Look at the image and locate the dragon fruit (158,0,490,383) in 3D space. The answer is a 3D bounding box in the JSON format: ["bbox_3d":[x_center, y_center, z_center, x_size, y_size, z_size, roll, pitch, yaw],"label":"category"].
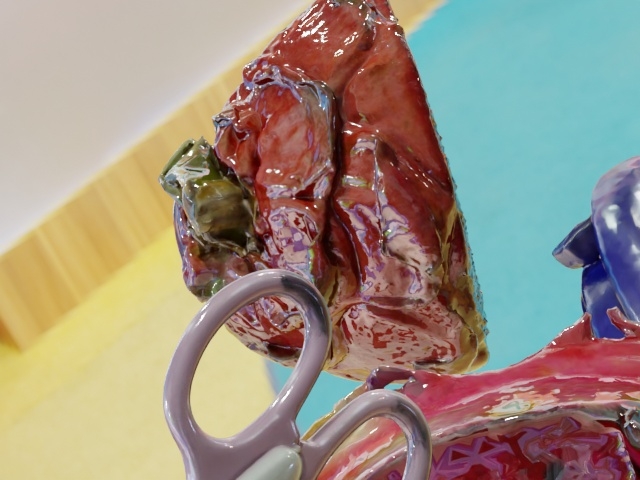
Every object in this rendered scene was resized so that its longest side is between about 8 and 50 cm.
[{"bbox_3d":[0.000,0.000,1.294,0.205,0.317,0.152,-18,18,0],"label":"dragon fruit"}]

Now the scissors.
[{"bbox_3d":[-0.039,0.090,0.443,0.176,0.085,0.022,-51,26,-24],"label":"scissors"}]

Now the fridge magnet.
[{"bbox_3d":[0.249,0.063,1.054,0.112,0.265,0.265,-44,19,28],"label":"fridge magnet"}]

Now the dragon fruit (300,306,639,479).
[{"bbox_3d":[0.130,0.205,0.841,0.386,0.371,0.249,6,15,3],"label":"dragon fruit"}]
